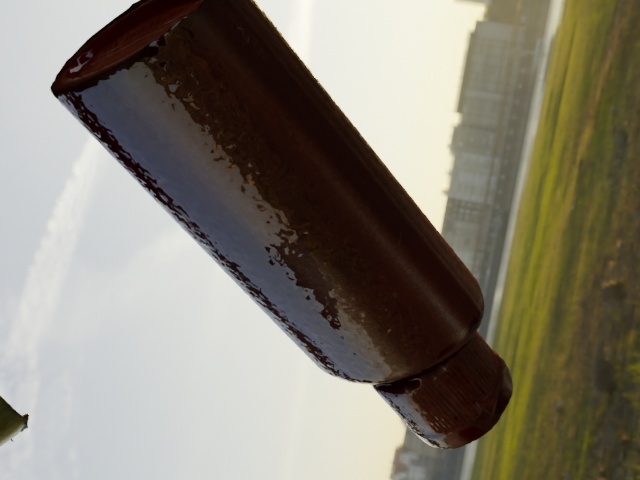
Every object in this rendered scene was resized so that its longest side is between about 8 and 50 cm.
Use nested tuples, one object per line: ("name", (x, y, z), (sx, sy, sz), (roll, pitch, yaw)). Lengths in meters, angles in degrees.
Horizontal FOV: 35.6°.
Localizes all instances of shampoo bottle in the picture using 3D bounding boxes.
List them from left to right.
("shampoo bottle", (0.000, 0.000, 0.461), (0.260, 0.102, 0.064), (48, -138, -27))

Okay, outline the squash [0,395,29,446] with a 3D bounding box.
("squash", (-0.361, 0.172, 0.735), (0.287, 0.137, 0.137), (-39, -18, -7))
